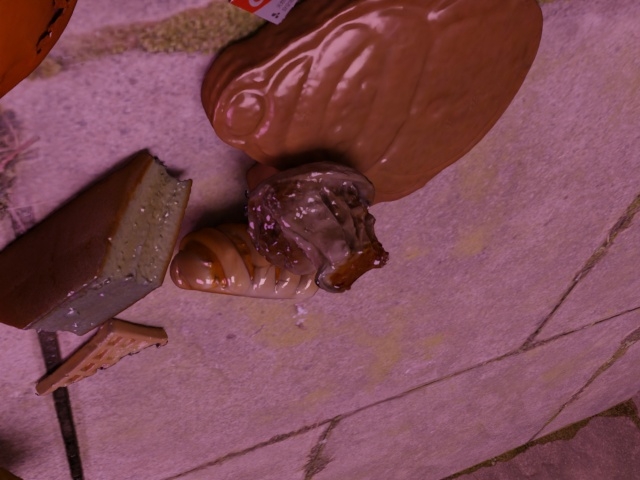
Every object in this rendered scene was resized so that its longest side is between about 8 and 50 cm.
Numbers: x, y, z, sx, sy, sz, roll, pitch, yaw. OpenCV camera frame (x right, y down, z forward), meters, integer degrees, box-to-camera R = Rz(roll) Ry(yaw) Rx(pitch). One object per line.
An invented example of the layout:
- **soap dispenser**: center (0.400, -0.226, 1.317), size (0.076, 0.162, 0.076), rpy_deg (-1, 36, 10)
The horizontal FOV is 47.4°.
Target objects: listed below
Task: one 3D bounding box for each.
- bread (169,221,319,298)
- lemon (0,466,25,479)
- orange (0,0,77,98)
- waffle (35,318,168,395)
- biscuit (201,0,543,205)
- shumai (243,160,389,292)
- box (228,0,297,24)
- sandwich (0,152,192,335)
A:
- **bread**: center (-0.076, 0.023, 0.799), size (0.177, 0.084, 0.119), rpy_deg (4, 178, -41)
- **lemon**: center (-0.488, 0.414, 0.903), size (0.285, 0.286, 0.316), rpy_deg (-41, 142, 21)
- **orange**: center (-0.227, -0.144, 0.301), size (0.239, 0.240, 0.240), rpy_deg (-20, 149, -13)
- **waffle**: center (-0.275, 0.154, 0.917), size (0.152, 0.023, 0.097), rpy_deg (-40, 147, 16)
- **biscuit**: center (0.059, -0.133, 0.722), size (0.351, 0.057, 0.312), rpy_deg (-18, 147, -17)
- **shumai**: center (0.002, -0.002, 0.704), size (0.145, 0.116, 0.146), rpy_deg (-13, 150, -8)
- **box**: center (0.009, -0.252, 0.513), size (0.218, 0.040, 0.055), rpy_deg (-45, 147, 26)
- **sandwich**: center (-0.230, 0.027, 0.699), size (0.258, 0.096, 0.094), rpy_deg (-34, 155, 14)
